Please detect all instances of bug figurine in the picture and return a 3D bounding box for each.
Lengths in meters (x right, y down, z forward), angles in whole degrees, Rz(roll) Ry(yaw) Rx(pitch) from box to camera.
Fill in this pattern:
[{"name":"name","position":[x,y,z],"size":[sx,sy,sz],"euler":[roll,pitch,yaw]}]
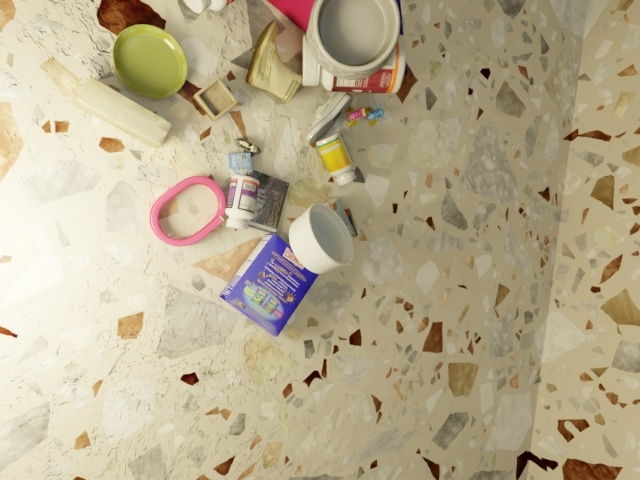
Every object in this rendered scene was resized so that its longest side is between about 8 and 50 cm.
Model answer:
[{"name":"bug figurine","position":[0.177,-0.633,1.878],"size":[0.216,0.072,0.279],"euler":[-33,109,-24]}]

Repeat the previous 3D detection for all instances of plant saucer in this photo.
[{"name":"plant saucer","position":[-0.583,-0.608,1.454],"size":[0.240,0.037,0.241],"euler":[-2,93,-30]}]

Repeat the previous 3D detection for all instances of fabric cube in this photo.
[{"name":"fabric cube","position":[-0.010,-0.997,1.643],"size":[0.258,0.254,0.259],"euler":[30,79,-27]}]

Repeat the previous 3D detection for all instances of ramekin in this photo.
[{"name":"ramekin","position":[0.000,0.000,1.714],"size":[0.277,0.135,0.278],"euler":[35,39,-34]}]

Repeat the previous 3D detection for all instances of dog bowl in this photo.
[{"name":"dog bowl","position":[0.123,-0.760,1.504],"size":[0.347,0.102,0.350],"euler":[-1,107,-5]}]

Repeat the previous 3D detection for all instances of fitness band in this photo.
[{"name":"fitness band","position":[-0.475,-0.105,1.540],"size":[0.291,0.054,0.209],"euler":[-43,112,-22]}]

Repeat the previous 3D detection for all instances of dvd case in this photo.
[{"name":"dvd case","position":[-0.225,-0.151,1.704],"size":[0.164,0.018,0.222],"euler":[17,85,-30]}]

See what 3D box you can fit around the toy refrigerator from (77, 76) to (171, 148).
[{"name":"toy refrigerator","position":[-0.640,-0.417,1.395],"size":[0.269,0.102,0.094],"euler":[27,79,-28]}]

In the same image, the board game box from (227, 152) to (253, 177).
[{"name":"board game box","position":[-0.309,-0.291,1.636],"size":[0.089,0.020,0.090],"euler":[-9,97,-19]}]

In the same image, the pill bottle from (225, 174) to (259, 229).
[{"name":"pill bottle","position":[-0.299,-0.140,1.599],"size":[0.108,0.108,0.194],"euler":[13,83,-30]}]

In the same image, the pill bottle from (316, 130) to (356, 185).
[{"name":"pill bottle","position":[0.074,-0.348,1.809],"size":[0.117,0.117,0.209],"euler":[-35,109,-24]}]

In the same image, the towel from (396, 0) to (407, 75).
[{"name":"towel","position":[0.332,-0.871,1.869],"size":[0.076,0.228,0.309],"euler":[-8,98,-3]}]

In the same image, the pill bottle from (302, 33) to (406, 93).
[{"name":"pill bottle","position":[0.124,-0.708,1.688],"size":[0.391,0.224,0.225],"euler":[1,93,-4]}]

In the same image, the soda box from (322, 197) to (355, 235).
[{"name":"soda box","position":[0.080,-0.097,1.860],"size":[0.058,0.063,0.183],"euler":[-35,110,-24]}]

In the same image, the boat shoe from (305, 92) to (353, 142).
[{"name":"boat shoe","position":[0.019,-0.529,1.778],"size":[0.088,0.096,0.268],"euler":[42,92,9]}]

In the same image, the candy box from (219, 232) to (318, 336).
[{"name":"candy box","position":[-0.196,0.173,1.682],"size":[0.268,0.122,0.317],"euler":[43,73,-24]}]

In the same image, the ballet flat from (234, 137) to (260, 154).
[{"name":"ballet flat","position":[-0.279,-0.364,1.646],"size":[0.114,0.041,0.041],"euler":[20,83,-30]}]

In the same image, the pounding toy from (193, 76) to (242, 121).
[{"name":"pounding toy","position":[-0.371,-0.518,1.562],"size":[0.141,0.100,0.130],"euler":[-42,112,-10]}]

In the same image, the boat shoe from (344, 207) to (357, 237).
[{"name":"boat shoe","position":[0.139,-0.079,1.907],"size":[0.043,0.049,0.137],"euler":[-32,103,-27]}]

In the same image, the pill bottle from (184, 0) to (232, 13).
[{"name":"pill bottle","position":[-0.342,-0.943,1.490],"size":[0.323,0.181,0.182],"euler":[-47,114,-19]}]

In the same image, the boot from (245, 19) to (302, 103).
[{"name":"boot","position":[-0.160,-0.696,1.662],"size":[0.203,0.095,0.262],"euler":[20,85,-29]}]
